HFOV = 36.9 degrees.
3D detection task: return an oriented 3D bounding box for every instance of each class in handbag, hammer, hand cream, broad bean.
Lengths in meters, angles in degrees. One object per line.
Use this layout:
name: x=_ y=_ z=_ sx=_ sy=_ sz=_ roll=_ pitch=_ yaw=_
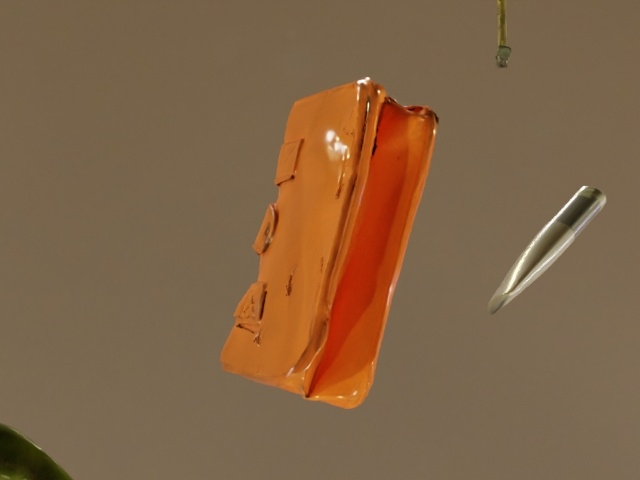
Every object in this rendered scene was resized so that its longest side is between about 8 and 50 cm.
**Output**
handbag: x=0.000 y=0.000 z=1.280 sx=0.116 sy=0.303 sz=0.410 roll=19 pitch=-98 yaw=-25
hammer: x=0.228 y=-0.302 z=1.202 sx=0.017 sy=0.062 sz=0.182 roll=1 pitch=-100 yaw=6
hand cream: x=0.327 y=0.013 z=1.393 sx=0.048 sy=0.079 sz=0.255 roll=40 pitch=-116 yaw=12
broad bean: x=-0.331 y=0.221 z=0.983 sx=0.254 sy=0.046 sz=0.065 roll=33 pitch=-104 yaw=-2
